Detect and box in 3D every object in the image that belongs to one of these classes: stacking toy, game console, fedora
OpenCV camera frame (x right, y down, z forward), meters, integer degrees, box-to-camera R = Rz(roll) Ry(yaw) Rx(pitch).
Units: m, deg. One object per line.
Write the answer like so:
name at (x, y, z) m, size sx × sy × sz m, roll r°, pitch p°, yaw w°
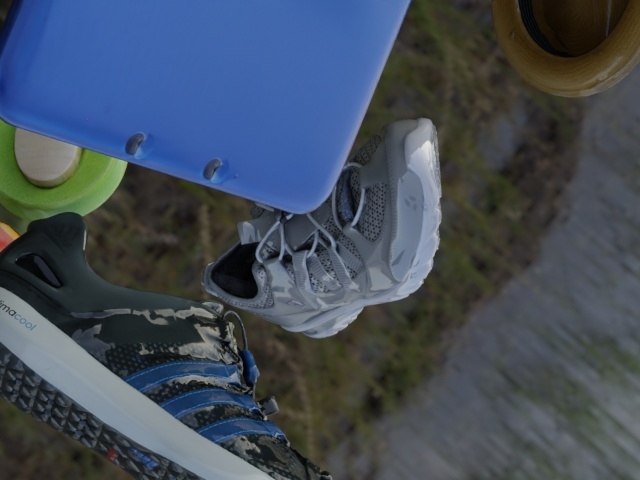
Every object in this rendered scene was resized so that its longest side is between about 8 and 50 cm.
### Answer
stacking toy at (-0.332, -0.063, 1.573) m, size 0.280 × 0.309 × 0.130 m, roll -58°, pitch 163°, yaw -16°
game console at (-0.075, -0.181, 0.973) m, size 0.173 × 0.250 × 0.293 m, roll -40°, pitch 152°, yaw 20°
fedora at (0.227, -0.210, 1.481) m, size 0.079 × 0.194 × 0.194 m, roll 3°, pitch 125°, yaw -47°

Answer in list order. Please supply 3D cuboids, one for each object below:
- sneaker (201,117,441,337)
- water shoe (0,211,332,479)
sneaker at (0.000, 0.000, 1.310) m, size 0.115 × 0.105 × 0.281 m, roll 8°, pitch 151°, yaw -21°
water shoe at (-0.048, 0.063, 0.739) m, size 0.080 × 0.203 × 0.073 m, roll -58°, pitch -174°, yaw -25°
